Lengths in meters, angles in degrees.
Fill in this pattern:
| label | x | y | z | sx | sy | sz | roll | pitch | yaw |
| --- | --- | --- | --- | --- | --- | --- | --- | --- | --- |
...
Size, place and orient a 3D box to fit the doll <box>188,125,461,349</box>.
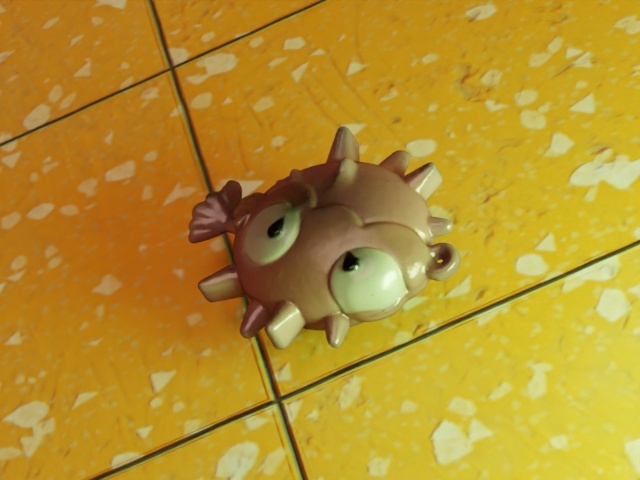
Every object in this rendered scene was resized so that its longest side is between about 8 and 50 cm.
| label | x | y | z | sx | sy | sz | roll | pitch | yaw |
| --- | --- | --- | --- | --- | --- | --- | --- | --- | --- |
| doll | 0.000 | 0.000 | 1.334 | 0.262 | 0.093 | 0.211 | 19 | 64 | 35 |
